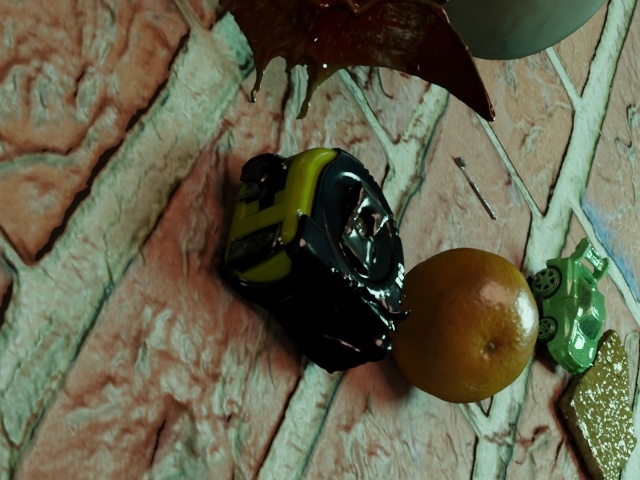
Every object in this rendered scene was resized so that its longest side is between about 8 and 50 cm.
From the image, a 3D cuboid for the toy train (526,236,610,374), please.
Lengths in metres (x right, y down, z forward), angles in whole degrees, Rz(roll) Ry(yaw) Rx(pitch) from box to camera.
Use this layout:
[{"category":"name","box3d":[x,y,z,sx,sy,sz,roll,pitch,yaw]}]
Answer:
[{"category":"toy train","box3d":[0.305,0.081,2.072,0.099,0.081,0.149,41,38,-42]}]

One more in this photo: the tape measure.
[{"category":"tape measure","box3d":[0.000,0.000,1.568,0.199,0.112,0.186,49,32,-35]}]

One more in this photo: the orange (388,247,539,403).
[{"category":"orange","box3d":[0.138,0.082,1.724,0.159,0.159,0.136,52,-8,-29]}]

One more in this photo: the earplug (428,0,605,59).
[{"category":"earplug","box3d":[0.202,-0.383,1.756,0.313,0.313,0.394,25,90,-52]}]

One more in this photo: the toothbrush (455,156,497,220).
[{"category":"toothbrush","box3d":[0.186,-0.061,2.033,0.097,0.008,0.006,56,45,-25]}]

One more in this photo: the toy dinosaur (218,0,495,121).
[{"category":"toy dinosaur","box3d":[0.006,-0.198,1.609,0.327,0.206,0.113,46,10,-22]}]

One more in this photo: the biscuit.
[{"category":"biscuit","box3d":[0.352,0.208,2.127,0.131,0.026,0.237,66,28,-10]}]
